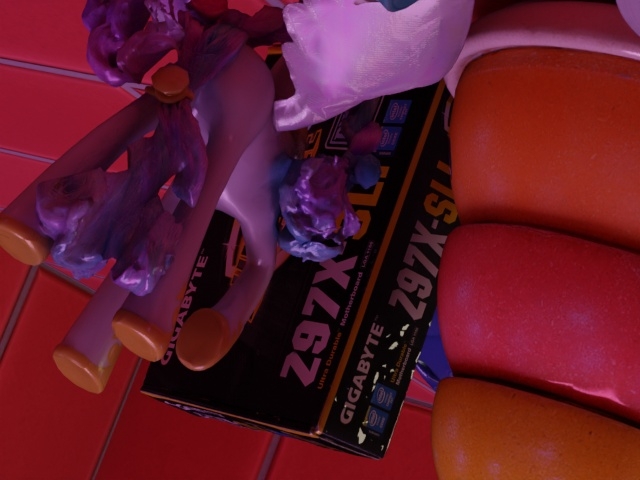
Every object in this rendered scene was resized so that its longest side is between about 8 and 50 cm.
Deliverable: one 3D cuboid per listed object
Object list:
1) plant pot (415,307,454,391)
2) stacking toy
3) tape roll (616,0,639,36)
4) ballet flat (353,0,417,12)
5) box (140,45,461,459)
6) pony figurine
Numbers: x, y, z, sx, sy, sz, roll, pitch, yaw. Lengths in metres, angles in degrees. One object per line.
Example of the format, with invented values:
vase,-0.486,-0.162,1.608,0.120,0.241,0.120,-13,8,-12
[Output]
plant pot,0.169,0.023,1.549,0.212,0.236,0.236,33,166,-20
stacking toy,0.182,0.108,1.241,0.350,0.480,0.350,20,169,4
tape roll,0.272,-0.132,0.980,0.219,0.072,0.219,20,170,4
ballet flat,0.073,-0.229,0.781,0.147,0.147,0.409,22,163,-7
box,0.000,0.000,1.478,0.079,0.322,0.257,27,168,-36
pony figurine,-0.066,-0.098,1.241,0.302,0.363,0.351,25,155,20
